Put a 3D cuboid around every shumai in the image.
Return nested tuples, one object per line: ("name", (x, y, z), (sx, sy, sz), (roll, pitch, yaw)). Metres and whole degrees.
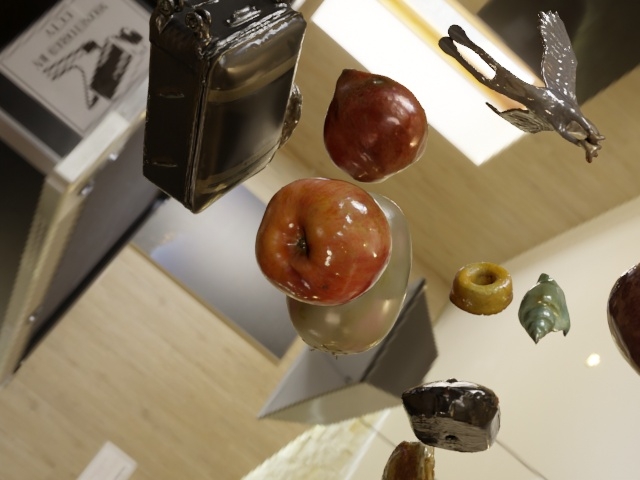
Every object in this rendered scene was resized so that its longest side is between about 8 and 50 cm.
("shumai", (-0.153, -0.293, 1.950), (0.175, 0.166, 0.206), (-14, 144, -51))

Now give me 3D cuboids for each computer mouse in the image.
("computer mouse", (0.256, 0.329, 1.648), (0.323, 0.182, 0.116), (66, 26, -62))

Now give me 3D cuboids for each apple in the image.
("apple", (0.000, 0.000, 1.297), (0.209, 0.209, 0.164), (-46, 161, 31))

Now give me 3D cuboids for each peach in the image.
("peach", (0.113, -0.261, 1.859), (0.232, 0.257, 0.232), (-31, -173, 4))

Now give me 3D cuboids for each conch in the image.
("conch", (0.364, 0.114, 1.365), (0.180, 0.088, 0.065), (-57, 164, -50))

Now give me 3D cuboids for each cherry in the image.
("cherry", (0.640, 0.162, 1.505), (0.221, 0.261, 0.307), (-59, -167, 29))

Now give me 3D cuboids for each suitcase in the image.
("suitcase", (-0.177, -0.266, 1.550), (0.283, 0.194, 0.434), (-40, 158, -41))

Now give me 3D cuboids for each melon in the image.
("melon", (0.053, 0.062, 1.573), (0.223, 0.223, 0.317), (150, -43, -73))

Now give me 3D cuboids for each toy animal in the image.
("toy animal", (0.396, -0.273, 1.549), (0.284, 0.302, 0.225), (-2, 135, -52))

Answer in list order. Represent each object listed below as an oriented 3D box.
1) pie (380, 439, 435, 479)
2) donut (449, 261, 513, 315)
("pie", (0.203, 0.547, 1.972), (0.205, 0.084, 0.179), (-24, -129, 63))
("donut", (0.360, 0.102, 1.896), (0.152, 0.151, 0.058), (-58, 152, -55))
